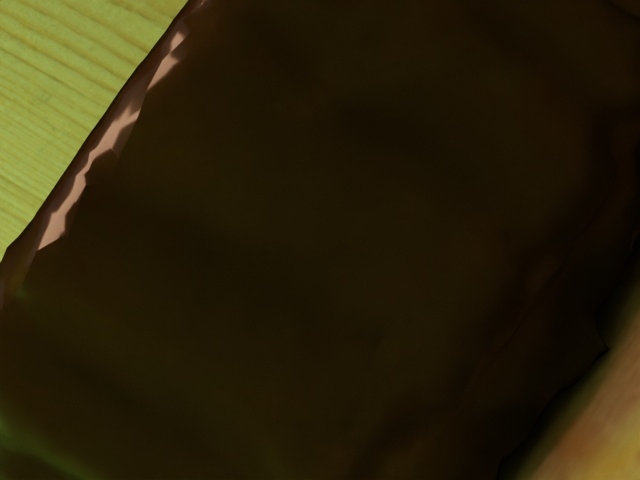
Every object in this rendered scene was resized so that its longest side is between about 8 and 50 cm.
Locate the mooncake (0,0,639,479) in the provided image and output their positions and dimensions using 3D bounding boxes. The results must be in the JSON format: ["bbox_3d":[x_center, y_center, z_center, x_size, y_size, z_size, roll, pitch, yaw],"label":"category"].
[{"bbox_3d":[0.000,-0.002,0.543,0.324,0.187,0.324,-54,3,5],"label":"mooncake"}]
